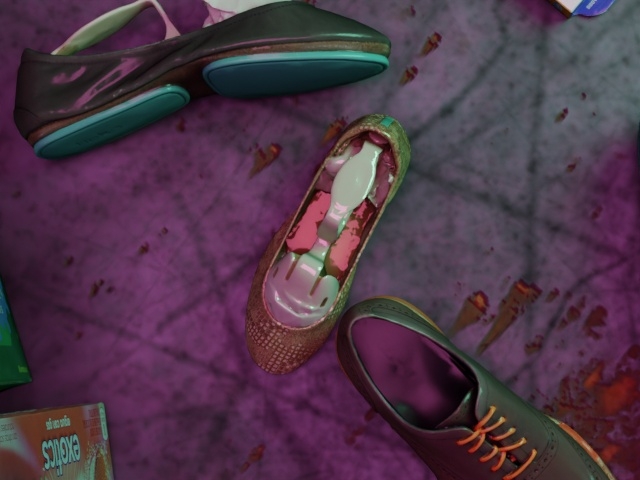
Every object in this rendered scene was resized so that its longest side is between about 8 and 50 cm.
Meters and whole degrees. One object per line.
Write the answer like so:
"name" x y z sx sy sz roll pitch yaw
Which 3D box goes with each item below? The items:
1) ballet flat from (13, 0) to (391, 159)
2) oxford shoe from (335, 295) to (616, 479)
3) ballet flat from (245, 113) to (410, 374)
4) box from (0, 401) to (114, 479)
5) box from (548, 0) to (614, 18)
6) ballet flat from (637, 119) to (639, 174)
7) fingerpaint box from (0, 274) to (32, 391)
"ballet flat" -0.092 -0.138 1.191 0.280 0.095 0.096 -13 78 4
"oxford shoe" 0.114 0.144 1.150 0.271 0.098 0.097 39 91 6
"ballet flat" 0.000 0.000 1.185 0.073 0.067 0.206 24 89 5
"box" -0.236 0.189 1.078 0.154 0.300 0.142 -8 86 4
"box" 0.169 -0.226 1.203 0.136 0.028 0.081 41 91 8
"ballet flat" 0.298 0.087 1.132 0.139 0.139 0.400 -2 86 5
"fingerpaint box" -0.349 -0.062 1.032 0.163 0.445 0.371 -17 85 3
